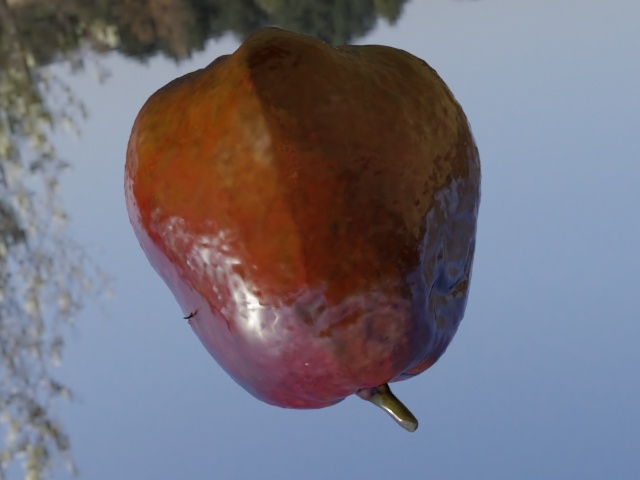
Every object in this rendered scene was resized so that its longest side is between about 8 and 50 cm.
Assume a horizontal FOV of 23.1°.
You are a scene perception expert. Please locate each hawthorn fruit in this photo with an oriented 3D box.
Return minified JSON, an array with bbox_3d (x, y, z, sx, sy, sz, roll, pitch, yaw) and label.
[{"bbox_3d":[0.000,0.000,0.984,0.224,0.260,0.224,-14,159,-5],"label":"hawthorn fruit"}]
